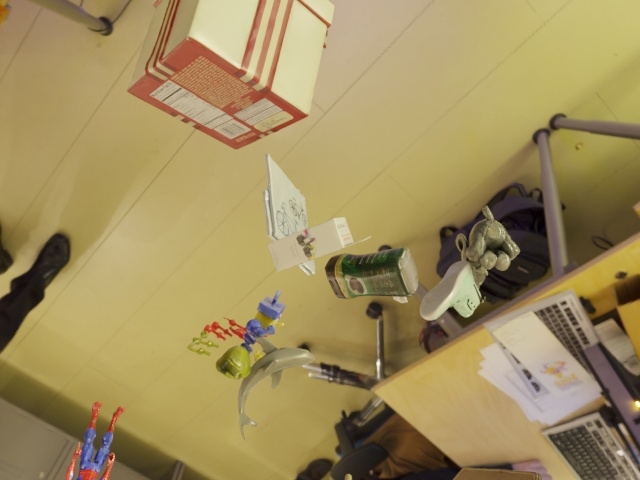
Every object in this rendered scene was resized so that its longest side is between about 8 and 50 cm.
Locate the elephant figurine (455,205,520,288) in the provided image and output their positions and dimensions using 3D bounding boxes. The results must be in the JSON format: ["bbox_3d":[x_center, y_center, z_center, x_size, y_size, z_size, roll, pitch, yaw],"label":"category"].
[{"bbox_3d":[0.505,0.038,1.529,0.169,0.239,0.186,37,79,6],"label":"elephant figurine"}]

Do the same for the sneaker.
[{"bbox_3d":[0.400,0.188,1.419,0.094,0.256,0.151,-11,114,51],"label":"sneaker"}]

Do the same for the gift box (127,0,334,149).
[{"bbox_3d":[-0.136,-0.327,0.814,0.255,0.258,0.276,-6,157,43],"label":"gift box"}]

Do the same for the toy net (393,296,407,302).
[{"bbox_3d":[0.272,0.136,1.655,0.045,0.122,0.232,-19,145,-23],"label":"toy net"}]

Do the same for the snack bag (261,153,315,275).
[{"bbox_3d":[-0.110,-0.088,1.621,0.037,0.343,0.323,-18,149,16],"label":"snack bag"}]

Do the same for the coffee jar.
[{"bbox_3d":[0.102,0.070,0.993,0.184,0.079,0.096,-7,121,33],"label":"coffee jar"}]

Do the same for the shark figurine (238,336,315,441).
[{"bbox_3d":[-0.157,0.369,1.276,0.166,0.116,0.278,42,76,-2],"label":"shark figurine"}]

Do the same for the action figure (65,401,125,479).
[{"bbox_3d":[-0.216,0.209,0.452,0.038,0.115,0.030,26,125,-25],"label":"action figure"}]

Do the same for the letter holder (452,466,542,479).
[{"bbox_3d":[0.195,0.461,0.622,0.152,0.301,0.214,51,153,11],"label":"letter holder"}]

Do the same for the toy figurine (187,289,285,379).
[{"bbox_3d":[-0.196,0.223,1.363,0.191,0.362,0.217,35,96,5],"label":"toy figurine"}]

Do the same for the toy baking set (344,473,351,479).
[{"bbox_3d":[0.060,0.699,1.138,0.030,0.256,0.197,1,103,8],"label":"toy baking set"}]

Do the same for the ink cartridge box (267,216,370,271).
[{"bbox_3d":[0.000,0.000,0.950,0.181,0.104,0.062,-20,89,15],"label":"ink cartridge box"}]
